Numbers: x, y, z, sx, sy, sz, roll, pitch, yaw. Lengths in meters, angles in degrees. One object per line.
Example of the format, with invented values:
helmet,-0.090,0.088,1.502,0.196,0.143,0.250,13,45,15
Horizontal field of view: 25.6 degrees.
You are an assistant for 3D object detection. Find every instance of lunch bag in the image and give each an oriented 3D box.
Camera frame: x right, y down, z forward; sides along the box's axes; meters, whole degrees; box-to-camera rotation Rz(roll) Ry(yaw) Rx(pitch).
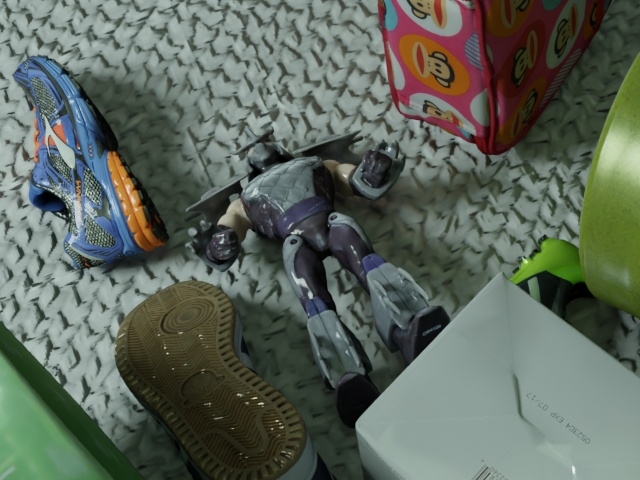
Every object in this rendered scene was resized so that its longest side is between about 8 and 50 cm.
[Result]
lunch bag,0.156,-0.236,1.112,0.120,0.293,0.258,28,67,24

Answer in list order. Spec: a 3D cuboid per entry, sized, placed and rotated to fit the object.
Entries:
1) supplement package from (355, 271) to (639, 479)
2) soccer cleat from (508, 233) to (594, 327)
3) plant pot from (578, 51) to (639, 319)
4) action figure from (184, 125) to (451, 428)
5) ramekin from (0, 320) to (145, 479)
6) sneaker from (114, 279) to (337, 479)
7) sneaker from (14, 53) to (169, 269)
supplement package,0.144,0.169,0.936,0.194,0.203,0.149,39,71,23
soccer cleat,0.147,0.071,1.075,0.072,0.060,0.179,43,71,13
plant pot,0.382,-0.008,0.961,0.353,0.366,0.366,22,65,29
action figure,0.000,0.000,1.095,0.185,0.099,0.285,-32,52,0
ramekin,-0.197,0.182,0.910,0.148,0.303,0.303,-42,66,-9
sneaker,-0.061,0.147,1.038,0.099,0.153,0.282,-31,33,-8
sneaker,-0.211,-0.068,1.171,0.087,0.083,0.221,-31,59,-3
